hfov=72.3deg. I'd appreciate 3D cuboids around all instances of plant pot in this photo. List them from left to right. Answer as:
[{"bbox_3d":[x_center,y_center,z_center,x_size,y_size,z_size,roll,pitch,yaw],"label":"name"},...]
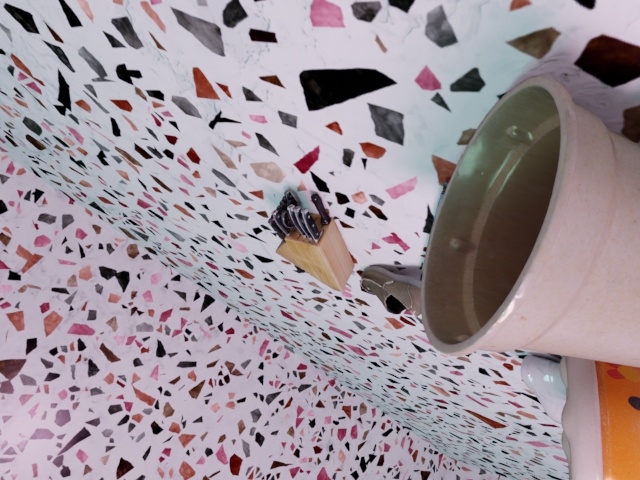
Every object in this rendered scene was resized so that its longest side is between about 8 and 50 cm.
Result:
[{"bbox_3d":[0.330,0.015,0.529,0.306,0.333,0.333,17,154,-2],"label":"plant pot"}]

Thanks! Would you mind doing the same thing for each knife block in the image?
[{"bbox_3d":[0.000,0.000,1.041,0.276,0.088,0.242,34,154,-11],"label":"knife block"}]

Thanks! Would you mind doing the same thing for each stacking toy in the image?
[{"bbox_3d":[0.674,0.359,0.730,0.481,0.350,0.350,-2,143,27],"label":"stacking toy"}]

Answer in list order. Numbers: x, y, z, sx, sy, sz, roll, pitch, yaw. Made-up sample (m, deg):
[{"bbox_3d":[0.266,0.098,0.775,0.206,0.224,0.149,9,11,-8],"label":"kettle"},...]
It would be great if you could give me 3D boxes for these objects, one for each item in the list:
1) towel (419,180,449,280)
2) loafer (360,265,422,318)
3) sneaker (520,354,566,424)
[{"bbox_3d":[0.338,0.045,0.847,0.272,0.040,0.370,21,154,16],"label":"towel"},{"bbox_3d":[0.171,0.128,1.078,0.094,0.087,0.251,41,164,-24],"label":"loafer"},{"bbox_3d":[0.659,0.403,1.113,0.293,0.108,0.169,42,155,-23],"label":"sneaker"}]
